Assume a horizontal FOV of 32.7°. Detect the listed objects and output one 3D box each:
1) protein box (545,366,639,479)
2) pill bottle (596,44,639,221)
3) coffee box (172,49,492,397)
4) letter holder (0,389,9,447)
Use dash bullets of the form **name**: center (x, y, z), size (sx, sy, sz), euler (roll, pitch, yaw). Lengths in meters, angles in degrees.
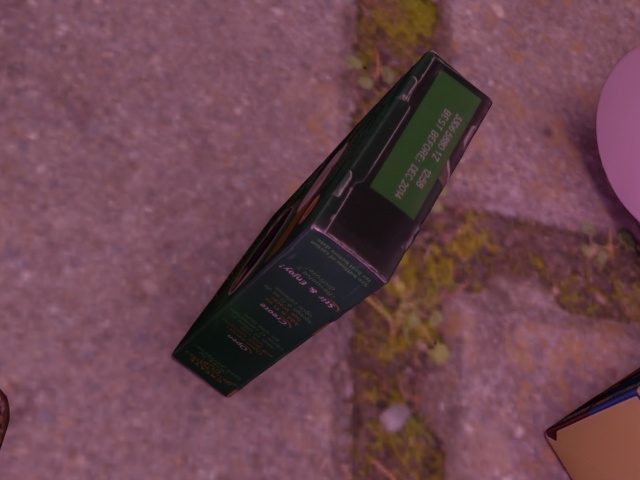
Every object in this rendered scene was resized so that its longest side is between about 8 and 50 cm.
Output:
- **protein box**: center (0.277, 0.129, 0.598), size (0.201, 0.136, 0.200), euler (-25, 79, -30)
- **pill bottle**: center (0.315, -0.092, 0.704), size (0.264, 0.153, 0.153), euler (-18, 75, -29)
- **coffee box**: center (0.000, 0.000, 0.510), size (0.040, 0.184, 0.113), euler (38, 57, -7)
- **letter holder**: center (-0.240, 0.023, 0.286), size (0.152, 0.215, 0.301), euler (29, 12, 32)
